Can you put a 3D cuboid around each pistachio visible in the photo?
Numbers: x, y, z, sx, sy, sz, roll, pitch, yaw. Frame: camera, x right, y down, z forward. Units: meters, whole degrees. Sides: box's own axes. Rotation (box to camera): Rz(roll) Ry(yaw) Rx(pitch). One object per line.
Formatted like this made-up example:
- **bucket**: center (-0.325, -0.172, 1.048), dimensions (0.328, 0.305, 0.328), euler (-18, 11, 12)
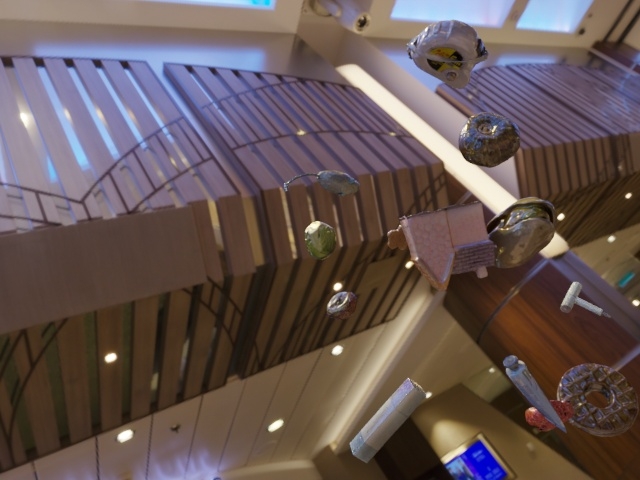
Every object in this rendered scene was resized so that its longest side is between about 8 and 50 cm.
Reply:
- **pistachio**: center (0.608, -0.010, 1.483), dimensions (0.197, 0.166, 0.288), euler (15, -24, -5)

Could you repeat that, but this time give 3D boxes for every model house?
- **model house**: center (0.381, 0.021, 1.470), dimensions (0.237, 0.237, 0.202), euler (-12, -3, -1)

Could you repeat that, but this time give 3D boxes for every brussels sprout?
- **brussels sprout**: center (0.002, 0.003, 2.259), dimensions (0.161, 0.144, 0.181), euler (-50, -48, -1)

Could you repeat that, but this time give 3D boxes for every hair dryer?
- **hair dryer**: center (1.081, 0.254, 1.953), dimensions (0.155, 0.183, 0.044), euler (-46, -38, -33)

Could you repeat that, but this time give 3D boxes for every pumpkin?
- **pumpkin**: center (0.611, -0.355, 1.774), dimensions (0.219, 0.219, 0.162), euler (-32, -35, -9)

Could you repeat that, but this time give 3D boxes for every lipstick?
- **lipstick**: center (0.229, 0.616, 1.667), dimensions (0.068, 0.066, 0.317), euler (37, -83, -16)

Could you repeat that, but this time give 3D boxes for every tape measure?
- **tape measure**: center (0.391, -0.577, 1.486), dimensions (0.236, 0.120, 0.197), euler (21, -18, -15)

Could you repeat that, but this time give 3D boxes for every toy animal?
- **toy animal**: center (0.007, -0.188, 1.543), dimensions (0.253, 0.079, 0.070), euler (3, -64, -16)

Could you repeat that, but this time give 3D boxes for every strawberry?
- **strawberry**: center (0.771, 0.578, 1.610), dimensions (0.188, 0.082, 0.121), euler (4, -38, -21)

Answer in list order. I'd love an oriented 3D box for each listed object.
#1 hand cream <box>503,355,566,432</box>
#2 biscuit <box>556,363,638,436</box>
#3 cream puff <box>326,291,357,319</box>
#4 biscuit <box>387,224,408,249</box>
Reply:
- **hand cream**: center (0.612, 0.440, 1.400), dimensions (0.058, 0.271, 0.091), euler (-40, 14, -8)
- **biscuit**: center (1.238, 0.709, 2.180), dimensions (0.332, 0.332, 0.103), euler (-31, -41, -11)
- **cream puff**: center (0.097, 0.291, 2.128), dimensions (0.149, 0.149, 0.084), euler (-37, -69, -2)
- **biscuit**: center (0.395, -0.021, 2.260), dimensions (0.184, 0.027, 0.133), euler (-22, -58, -2)
